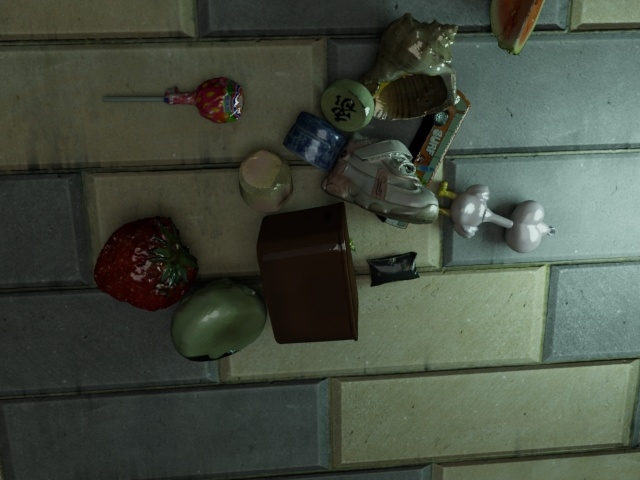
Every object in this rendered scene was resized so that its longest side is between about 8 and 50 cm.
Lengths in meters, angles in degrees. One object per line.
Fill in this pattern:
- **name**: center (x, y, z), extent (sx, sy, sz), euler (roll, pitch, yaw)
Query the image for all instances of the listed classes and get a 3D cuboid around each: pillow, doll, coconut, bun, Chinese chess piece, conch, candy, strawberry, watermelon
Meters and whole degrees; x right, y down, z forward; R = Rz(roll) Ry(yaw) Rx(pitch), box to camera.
- **pillow**: center (0.211, 0.082, 2.064), extent (0.150, 0.048, 0.090), euler (-11, 100, 2)
- **doll**: center (0.501, -0.064, 2.026), extent (0.365, 0.094, 0.160), euler (14, 102, -10)
- **coconut**: center (-0.148, -0.155, 1.905), extent (0.147, 0.152, 0.147), euler (0, 67, 0)
- **bun**: center (-0.294, 0.204, 1.973), extent (0.283, 0.179, 0.283), euler (-24, 148, -16)
- **Chinese chess piece**: center (0.070, -0.355, 1.870), extent (0.144, 0.058, 0.144), euler (21, 138, 20)
- **conch**: center (0.241, -0.442, 1.840), extent (0.263, 0.324, 0.186), euler (50, 51, -11)
- **candy**: center (-0.381, -0.363, 1.839), extent (0.366, 0.124, 0.124), euler (0, 107, 1)
- **strawberry**: center (-0.484, 0.075, 1.894), extent (0.288, 0.238, 0.250), euler (-16, 91, 28)
- **watermelon**: center (0.510, -0.639, 1.836), extent (0.128, 0.159, 0.303), euler (23, 108, 18)

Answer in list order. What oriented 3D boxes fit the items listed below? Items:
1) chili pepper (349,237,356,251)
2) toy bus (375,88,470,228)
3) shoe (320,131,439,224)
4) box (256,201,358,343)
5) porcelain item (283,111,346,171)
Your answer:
- **chili pepper**: center (0.000, -0.001, 2.022), extent (0.208, 0.043, 0.049), euler (4, 141, -3)
- **toy bus**: center (0.278, -0.228, 1.953), extent (0.092, 0.093, 0.408), euler (22, 105, -20)
- **shoe**: center (0.163, -0.167, 1.849), extent (0.172, 0.351, 0.198), euler (10, 100, -54)
- **box**: center (-0.027, 0.095, 1.917), extent (0.230, 0.239, 0.339), euler (-7, 118, 5)
- **porcelain item**: center (-0.012, -0.264, 1.881), extent (0.147, 0.147, 0.114), euler (30, 99, -14)
